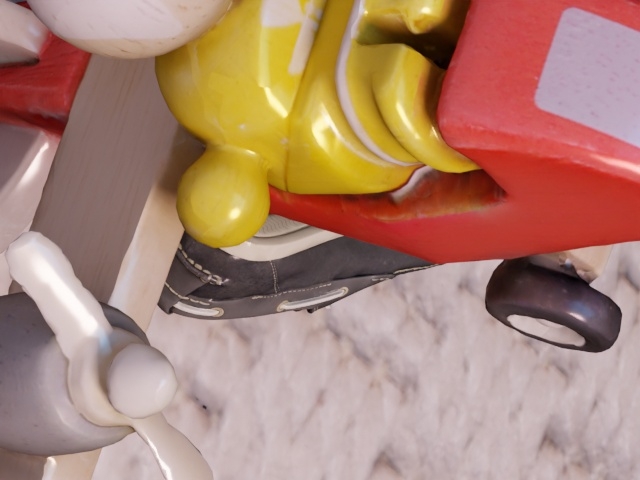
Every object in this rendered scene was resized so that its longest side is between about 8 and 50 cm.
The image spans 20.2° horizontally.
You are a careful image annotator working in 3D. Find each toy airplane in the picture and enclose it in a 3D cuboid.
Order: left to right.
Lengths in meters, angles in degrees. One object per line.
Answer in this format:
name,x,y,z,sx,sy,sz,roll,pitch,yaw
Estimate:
toy airplane,-0.055,-0.087,0.765,0.272,0.384,0.386,41,20,-58

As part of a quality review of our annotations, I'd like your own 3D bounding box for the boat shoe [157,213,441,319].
boat shoe,0.000,0.000,1.024,0.233,0.084,0.079,-6,134,-48
